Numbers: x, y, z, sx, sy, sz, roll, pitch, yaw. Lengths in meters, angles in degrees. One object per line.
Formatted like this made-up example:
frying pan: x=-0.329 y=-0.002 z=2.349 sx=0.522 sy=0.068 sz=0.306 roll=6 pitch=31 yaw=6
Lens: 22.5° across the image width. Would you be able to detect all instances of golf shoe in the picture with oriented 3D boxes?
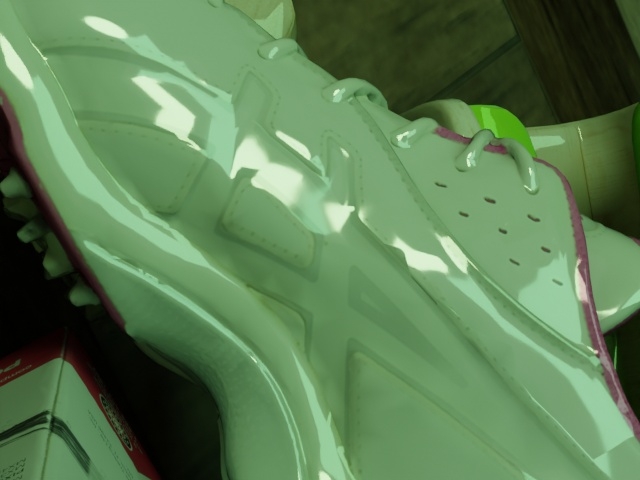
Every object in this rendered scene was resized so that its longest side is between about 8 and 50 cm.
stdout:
golf shoe: x=0.000 y=0.000 z=0.435 sx=0.306 sy=0.140 sz=0.115 roll=57 pitch=-6 yaw=-3

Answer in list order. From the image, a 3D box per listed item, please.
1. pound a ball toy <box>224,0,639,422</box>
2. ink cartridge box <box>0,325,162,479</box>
pound a ball toy: x=0.054 y=0.067 z=0.571 sx=0.208 sy=0.136 sz=0.319 roll=-8 pitch=84 yaw=-22
ink cartridge box: x=-0.062 y=0.097 z=0.378 sx=0.109 sy=0.063 sz=0.150 roll=63 pitch=0 yaw=-13
